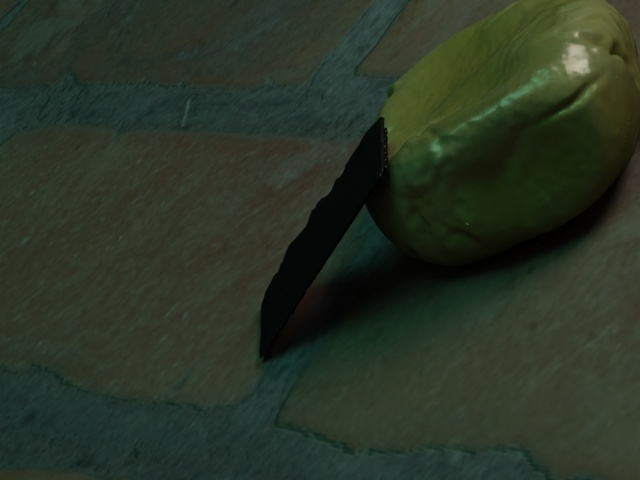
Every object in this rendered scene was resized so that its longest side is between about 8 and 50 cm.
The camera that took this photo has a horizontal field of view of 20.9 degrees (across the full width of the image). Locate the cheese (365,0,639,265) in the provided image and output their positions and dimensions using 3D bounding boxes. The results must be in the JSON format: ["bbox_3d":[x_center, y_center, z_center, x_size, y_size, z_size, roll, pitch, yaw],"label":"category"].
[{"bbox_3d":[0.130,-0.089,1.275,0.226,0.117,0.214,-27,26,22],"label":"cheese"}]

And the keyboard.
[{"bbox_3d":[0.002,0.001,1.273,0.196,0.015,0.074,-58,23,34],"label":"keyboard"}]
